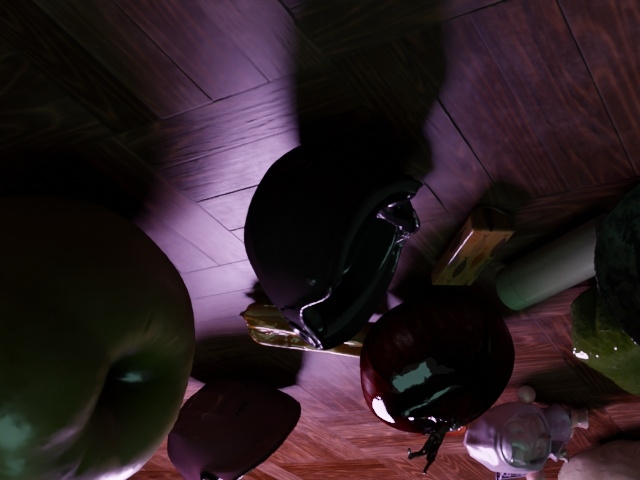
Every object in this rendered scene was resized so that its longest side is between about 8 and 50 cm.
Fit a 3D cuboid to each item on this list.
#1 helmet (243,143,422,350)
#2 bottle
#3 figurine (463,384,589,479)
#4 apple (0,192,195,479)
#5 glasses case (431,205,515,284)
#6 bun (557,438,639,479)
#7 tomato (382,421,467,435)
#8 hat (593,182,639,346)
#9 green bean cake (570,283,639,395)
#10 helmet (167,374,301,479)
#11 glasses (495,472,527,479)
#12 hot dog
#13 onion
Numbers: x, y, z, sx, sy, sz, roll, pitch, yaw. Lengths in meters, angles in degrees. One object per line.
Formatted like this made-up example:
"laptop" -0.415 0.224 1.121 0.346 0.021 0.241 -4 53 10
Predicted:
"helmet" 0.000 0.000 1.035 0.177 0.225 0.305 32 151 16
"bottle" 0.337 0.034 1.132 0.072 0.072 0.201 22 146 -22
"figurine" 0.419 0.388 1.617 0.276 0.200 0.133 -2 176 -32
"apple" -0.416 0.145 1.163 0.473 0.473 0.473 6 149 4
"glasses case" 0.215 0.011 1.156 0.065 0.041 0.170 2 150 -12
"bun" 0.709 0.561 1.771 0.362 0.234 0.326 26 142 2
"tomato" 0.214 0.341 1.657 0.166 0.082 0.174 -23 133 35
"hat" 0.476 0.033 1.017 0.265 0.265 0.128 1 180 12
"green bean cake" 0.518 0.133 1.206 0.222 0.125 0.248 31 140 -30
"helmet" -0.203 0.398 1.715 0.197 0.271 0.338 44 143 1
"glasses" 0.498 0.573 1.991 0.104 0.062 0.140 8 150 -2
"hot dog" -0.012 0.155 1.419 0.269 0.072 0.109 8 151 3
"onion" 0.194 0.223 1.299 0.273 0.285 0.273 -6 134 -7
